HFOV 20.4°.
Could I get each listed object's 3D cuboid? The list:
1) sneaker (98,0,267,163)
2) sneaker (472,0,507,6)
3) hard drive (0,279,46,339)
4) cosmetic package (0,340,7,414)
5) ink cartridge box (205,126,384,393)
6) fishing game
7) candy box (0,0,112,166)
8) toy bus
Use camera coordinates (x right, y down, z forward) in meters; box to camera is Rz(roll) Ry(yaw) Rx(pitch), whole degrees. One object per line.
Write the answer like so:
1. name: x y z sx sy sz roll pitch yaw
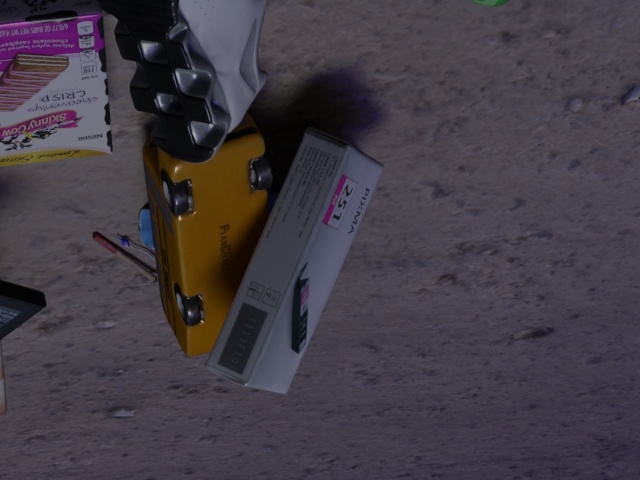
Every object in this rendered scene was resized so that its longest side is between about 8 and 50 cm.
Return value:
1. sneaker: -0.123 -0.243 1.607 0.122 0.146 0.330 19 139 30
2. sneaker: 0.068 -0.276 1.573 0.109 0.123 0.295 8 164 46
3. hard drive: -0.367 0.085 1.863 0.135 0.022 0.094 -34 147 28
4. cosmetic package: -0.429 0.078 1.999 0.129 0.153 0.296 -8 152 -11
5. ink cartridge box: -0.007 0.033 1.930 0.060 0.275 0.239 23 180 22
6. fishing game: -0.119 -0.014 2.065 0.264 0.041 0.189 -23 146 19
7. candy box: -0.286 -0.164 1.710 0.159 0.071 0.233 -7 151 -7
8. toy bus: -0.120 -0.014 1.922 0.108 0.130 0.332 -18 140 -14
